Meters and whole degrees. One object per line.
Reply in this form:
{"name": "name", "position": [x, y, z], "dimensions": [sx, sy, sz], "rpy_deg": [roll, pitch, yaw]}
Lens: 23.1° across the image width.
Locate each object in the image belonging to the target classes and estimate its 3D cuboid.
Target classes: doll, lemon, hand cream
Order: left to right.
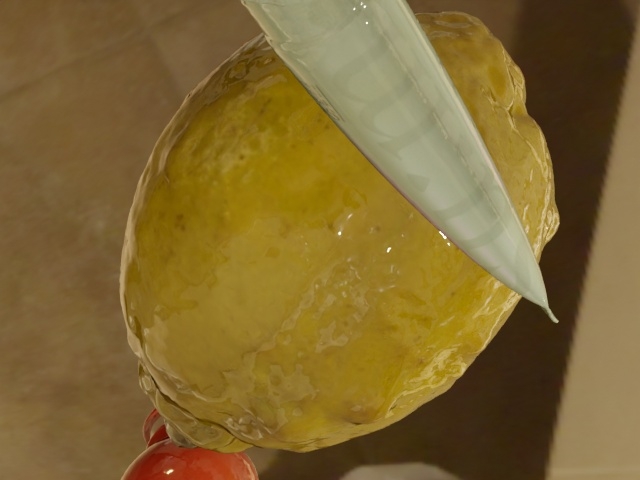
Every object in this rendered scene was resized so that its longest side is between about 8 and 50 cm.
{"name": "doll", "position": [-0.126, 0.249, 1.463], "dimensions": [0.130, 0.161, 0.290], "rpy_deg": [30, 36, -27]}
{"name": "lemon", "position": [0.004, -0.006, 1.049], "dimensions": [0.316, 0.285, 0.285], "rpy_deg": [-31, 96, -9]}
{"name": "hand cream", "position": [0.033, -0.046, 0.598], "dimensions": [0.050, 0.078, 0.205], "rpy_deg": [-38, 130, 1]}
